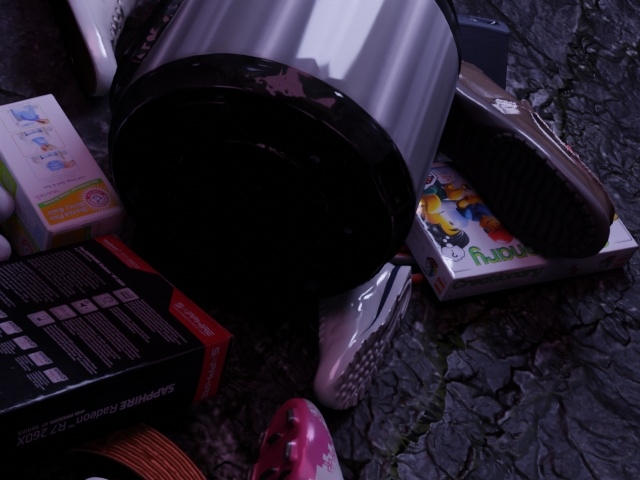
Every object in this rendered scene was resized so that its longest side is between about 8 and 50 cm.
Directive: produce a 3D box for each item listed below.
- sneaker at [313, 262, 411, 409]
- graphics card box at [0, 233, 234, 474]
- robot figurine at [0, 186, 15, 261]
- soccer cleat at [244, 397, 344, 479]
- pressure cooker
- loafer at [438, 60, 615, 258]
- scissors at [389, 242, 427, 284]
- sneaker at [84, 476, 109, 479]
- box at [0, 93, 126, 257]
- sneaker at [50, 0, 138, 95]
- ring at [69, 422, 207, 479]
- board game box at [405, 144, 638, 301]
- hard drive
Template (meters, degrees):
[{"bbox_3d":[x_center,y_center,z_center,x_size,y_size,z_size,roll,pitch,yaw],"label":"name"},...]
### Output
[{"bbox_3d":[0.033,0.110,1.693,0.095,0.090,0.235,17,42,15],"label":"sneaker"},{"bbox_3d":[-0.307,0.119,1.489,0.371,0.094,0.233,-16,43,-44],"label":"graphics card box"},{"bbox_3d":[-0.501,-0.071,1.534,0.353,0.200,0.299,36,31,-40],"label":"robot figurine"},{"bbox_3d":[-0.001,0.324,1.483,0.143,0.116,0.331,22,45,-24],"label":"soccer cleat"},{"bbox_3d":[-0.024,-0.182,1.685,0.370,0.375,0.420,-11,40,33],"label":"pressure cooker"},{"bbox_3d":[0.259,-0.129,1.836,0.130,0.133,0.366,-25,61,-36],"label":"loafer"},{"bbox_3d":[0.000,0.000,1.808,0.297,0.021,0.109,8,50,-12],"label":"scissors"},{"bbox_3d":[-0.192,0.405,1.271,0.236,0.130,0.322,-37,96,-40],"label":"sneaker"},{"bbox_3d":[-0.332,-0.060,1.697,0.103,0.114,0.203,-18,58,-31],"label":"box"},{"bbox_3d":[-0.298,-0.316,1.935,0.123,0.106,0.290,-7,51,-19],"label":"sneaker"},{"bbox_3d":[-0.242,0.305,1.423,0.337,0.032,0.336,16,49,-19],"label":"ring"},{"bbox_3d":[0.250,-0.028,1.874,0.305,0.053,0.193,-9,54,-29],"label":"board game box"},{"bbox_3d":[0.145,-0.234,1.964,0.255,0.171,0.054,0,8,-18],"label":"hard drive"}]
